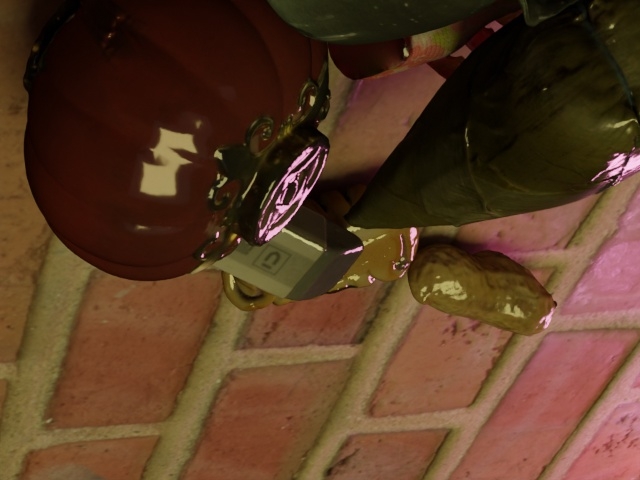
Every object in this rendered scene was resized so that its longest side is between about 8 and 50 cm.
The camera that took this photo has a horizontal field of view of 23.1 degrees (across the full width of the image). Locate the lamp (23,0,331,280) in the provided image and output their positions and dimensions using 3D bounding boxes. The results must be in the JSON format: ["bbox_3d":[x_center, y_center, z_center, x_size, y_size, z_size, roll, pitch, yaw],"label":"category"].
[{"bbox_3d":[-0.125,-0.111,1.367,0.303,0.257,0.303,-53,168,-17],"label":"lamp"}]

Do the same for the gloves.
[{"bbox_3d":[0.120,-0.223,1.482,0.241,0.126,0.145,-37,167,-42],"label":"gloves"}]

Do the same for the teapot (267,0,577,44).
[{"bbox_3d":[0.119,-0.295,1.221,0.285,0.305,0.223,8,154,41],"label":"teapot"}]

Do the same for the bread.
[{"bbox_3d":[0.000,0.000,1.728,0.225,0.081,0.134,-11,137,-11],"label":"bread"}]

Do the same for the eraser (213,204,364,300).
[{"bbox_3d":[-0.114,-0.030,1.587,0.352,0.061,0.089,26,121,-22],"label":"eraser"}]

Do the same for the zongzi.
[{"bbox_3d":[0.156,-0.089,1.372,0.393,0.174,0.356,-29,180,15],"label":"zongzi"}]

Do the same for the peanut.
[{"bbox_3d":[0.191,0.059,1.886,0.214,0.099,0.099,11,133,-30],"label":"peanut"}]
